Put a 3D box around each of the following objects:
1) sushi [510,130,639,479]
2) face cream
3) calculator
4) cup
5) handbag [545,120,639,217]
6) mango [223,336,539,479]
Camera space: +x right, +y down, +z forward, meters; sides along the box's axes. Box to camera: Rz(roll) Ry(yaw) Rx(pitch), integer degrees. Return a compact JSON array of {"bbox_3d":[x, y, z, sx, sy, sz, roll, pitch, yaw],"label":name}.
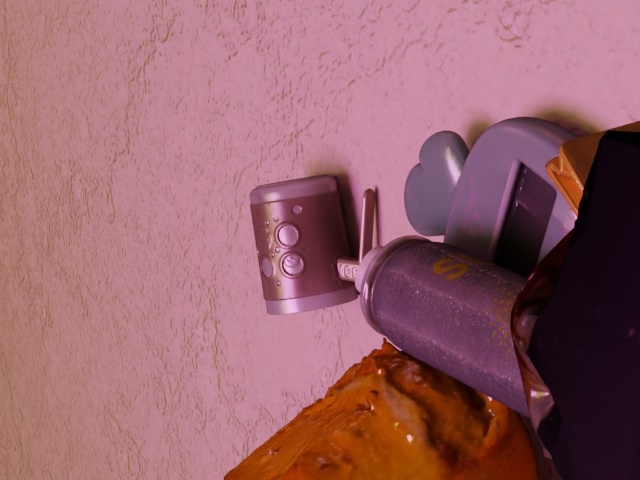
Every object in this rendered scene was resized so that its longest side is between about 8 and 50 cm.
[{"bbox_3d":[0.204,0.055,0.612,0.212,0.227,0.215,-150,59,-62],"label":"sushi"},{"bbox_3d":[0.114,0.059,0.839,0.283,0.073,0.073,25,122,51],"label":"face cream"},{"bbox_3d":[0.149,0.030,0.886,0.299,0.041,0.185,45,138,41],"label":"calculator"},{"bbox_3d":[-0.007,0.002,1.113,0.102,0.074,0.099,-4,97,61],"label":"cup"},{"bbox_3d":[0.167,-0.031,0.785,0.061,0.083,0.027,61,148,22],"label":"handbag"},{"bbox_3d":[0.032,0.198,1.010,0.350,0.201,0.199,105,166,-59],"label":"mango"}]
